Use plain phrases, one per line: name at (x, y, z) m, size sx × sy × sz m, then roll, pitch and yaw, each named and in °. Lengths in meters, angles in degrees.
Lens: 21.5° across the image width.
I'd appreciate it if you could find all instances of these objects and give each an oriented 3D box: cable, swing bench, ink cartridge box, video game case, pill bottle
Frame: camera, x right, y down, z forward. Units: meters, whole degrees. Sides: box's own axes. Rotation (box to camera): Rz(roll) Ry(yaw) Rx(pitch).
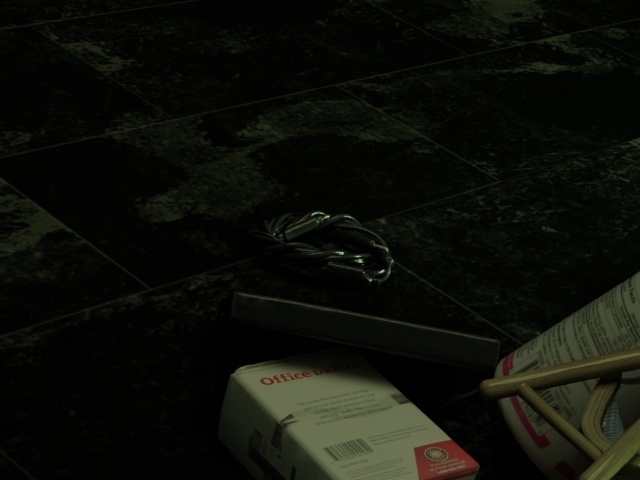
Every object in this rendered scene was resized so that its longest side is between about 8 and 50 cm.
cable at (0.000, 0.000, 2.079) m, size 0.184 × 0.047 × 0.150 m, roll 11°, pitch 28°, yaw -5°
swing bench at (0.286, 0.213, 1.529) m, size 0.255 × 0.253 × 0.165 m, roll -23°, pitch 42°, yaw -23°
ink cartridge box at (0.023, 0.207, 1.657) m, size 0.158 × 0.092 × 0.218 m, roll -8°, pitch 36°, yaw -36°
video game case at (0.032, 0.097, 1.792) m, size 0.275 × 0.035 × 0.248 m, roll 11°, pitch -5°, yaw -6°
pill bottle at (0.333, 0.122, 1.721) m, size 0.160 × 0.283 × 0.160 m, roll 44°, pitch 24°, yaw -26°
